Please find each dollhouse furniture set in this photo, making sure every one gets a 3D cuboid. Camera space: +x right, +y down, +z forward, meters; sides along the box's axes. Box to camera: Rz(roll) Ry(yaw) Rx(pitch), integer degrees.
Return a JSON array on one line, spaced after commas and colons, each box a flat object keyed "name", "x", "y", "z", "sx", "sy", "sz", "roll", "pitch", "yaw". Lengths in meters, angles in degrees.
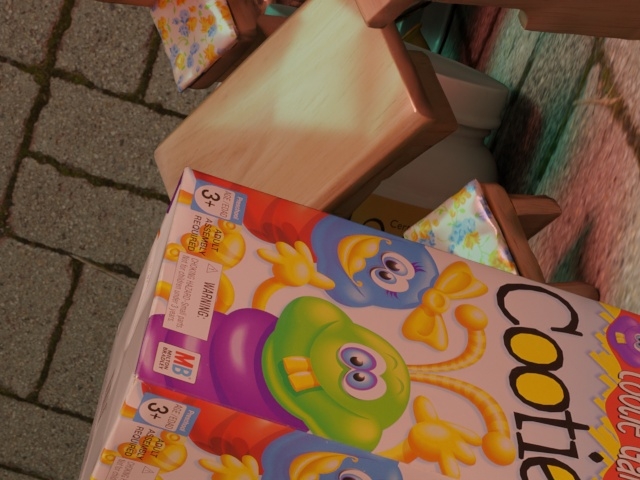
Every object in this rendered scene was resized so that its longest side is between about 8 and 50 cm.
[{"name": "dollhouse furniture set", "x": 0.005, "y": -0.111, "z": 1.155, "sx": 0.394, "sy": 0.256, "sz": 0.362, "roll": -40, "pitch": 63, "yaw": 39}]

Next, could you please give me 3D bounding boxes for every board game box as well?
[{"name": "board game box", "x": 0.033, "y": 0.096, "z": 0.982, "sx": 0.142, "sy": 0.275, "sz": 0.144, "roll": 117, "pitch": 167, "yaw": -45}]

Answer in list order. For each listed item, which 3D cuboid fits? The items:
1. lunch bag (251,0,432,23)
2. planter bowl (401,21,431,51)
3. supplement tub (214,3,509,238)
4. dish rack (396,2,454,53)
[{"name": "lunch bag", "x": 0.058, "y": -0.287, "z": 1.715, "sx": 0.287, "sy": 0.169, "sz": 0.235, "roll": -65, "pitch": -11, "yaw": 26}, {"name": "planter bowl", "x": 0.046, "y": -0.078, "z": 1.692, "sx": 0.217, "sy": 0.090, "sz": 0.217, "roll": -48, "pitch": -2, "yaw": -2}, {"name": "supplement tub", "x": 0.000, "y": 0.000, "z": 1.491, "sx": 0.228, "sy": 0.228, "sz": 0.316, "roll": -113, "pitch": 41, "yaw": -76}, {"name": "dish rack", "x": 0.098, "y": -0.316, "z": 1.994, "sx": 0.285, "sy": 0.072, "sz": 0.333, "roll": 168, "pitch": 118, "yaw": -78}]
